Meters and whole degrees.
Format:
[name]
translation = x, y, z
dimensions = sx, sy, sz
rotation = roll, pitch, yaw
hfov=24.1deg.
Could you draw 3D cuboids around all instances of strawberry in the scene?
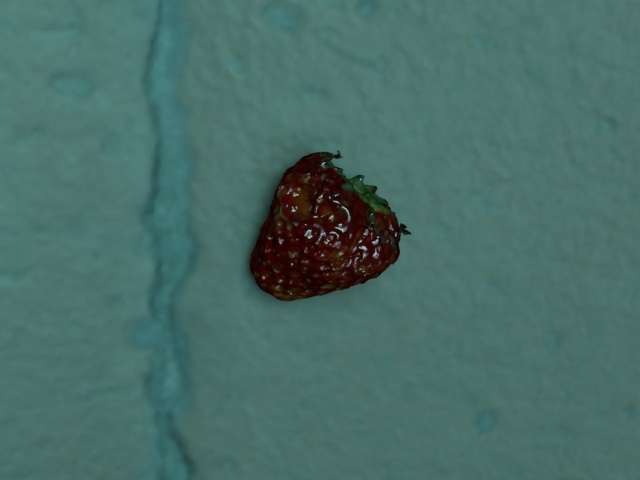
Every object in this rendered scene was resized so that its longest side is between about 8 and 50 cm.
[strawberry]
translation = 0.000, 0.000, 0.769
dimensions = 0.073, 0.073, 0.083
rotation = 33, 105, -28
